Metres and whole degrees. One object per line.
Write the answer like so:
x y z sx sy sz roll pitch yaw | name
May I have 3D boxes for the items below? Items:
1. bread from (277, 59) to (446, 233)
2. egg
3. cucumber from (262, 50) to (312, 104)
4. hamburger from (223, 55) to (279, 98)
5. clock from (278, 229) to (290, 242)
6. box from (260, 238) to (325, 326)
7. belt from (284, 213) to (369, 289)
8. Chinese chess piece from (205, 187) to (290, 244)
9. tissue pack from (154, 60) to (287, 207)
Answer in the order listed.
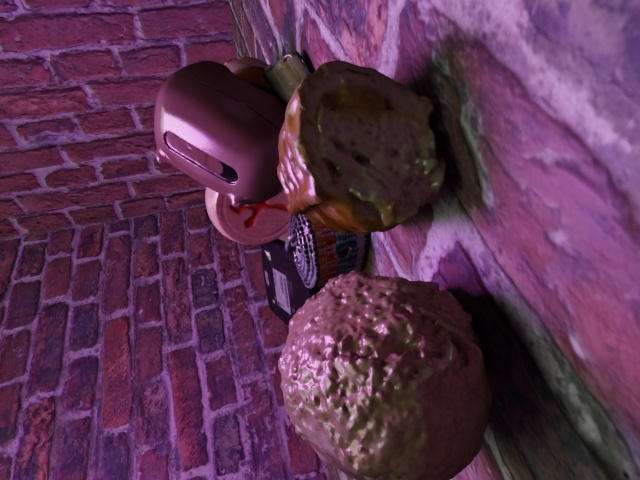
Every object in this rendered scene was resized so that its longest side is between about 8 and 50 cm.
0.039 -0.112 0.605 0.252 0.238 0.196 129 164 -82 | bread
0.081 0.170 0.540 0.310 0.279 0.279 175 84 -72 | egg
-0.068 -0.415 1.087 0.086 0.115 0.193 28 -155 -45 | cucumber
-0.238 -0.448 1.373 0.179 0.276 0.294 41 124 52 | hamburger
-0.145 0.095 1.829 0.348 0.117 0.286 94 161 -51 | clock
-0.104 0.177 1.527 0.350 0.091 0.359 24 127 48 | box
0.000 0.000 0.968 0.295 0.160 0.207 127 131 -75 | belt
-0.224 -0.150 1.431 0.140 0.338 0.338 47 147 50 | Chinese chess piece
-0.249 -0.278 1.119 0.277 0.387 0.267 -58 -3 -40 | tissue pack
